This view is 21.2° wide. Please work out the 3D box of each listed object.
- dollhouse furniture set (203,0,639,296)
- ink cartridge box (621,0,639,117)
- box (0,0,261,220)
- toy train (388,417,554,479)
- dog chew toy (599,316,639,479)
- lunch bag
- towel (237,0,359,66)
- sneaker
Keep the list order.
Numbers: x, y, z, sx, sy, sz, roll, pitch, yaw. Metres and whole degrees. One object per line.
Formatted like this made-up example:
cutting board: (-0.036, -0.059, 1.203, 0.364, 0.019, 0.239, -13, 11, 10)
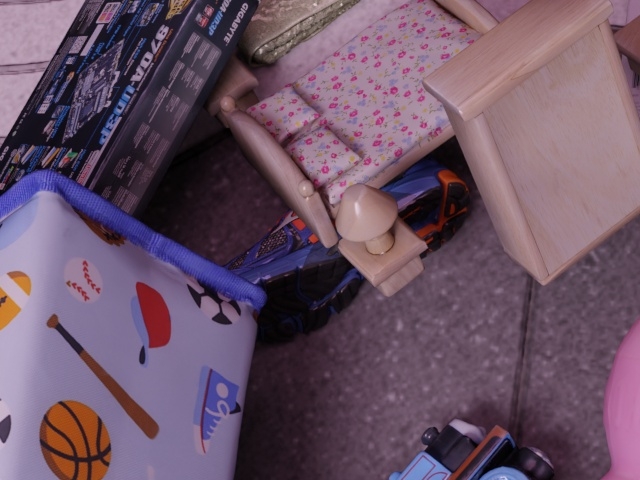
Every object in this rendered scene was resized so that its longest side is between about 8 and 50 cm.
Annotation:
dollhouse furniture set: (0.082, -0.152, 1.178, 0.303, 0.174, 0.355, -36, 45, -8)
ink cartridge box: (0.277, -0.144, 1.244, 0.104, 0.061, 0.181, 4, 70, 17)
box: (-0.159, -0.107, 1.304, 0.175, 0.051, 0.220, 7, 66, 52)
toy train: (0.074, 0.199, 1.148, 0.105, 0.080, 0.184, 37, 81, 31)
dog chew toy: (0.245, 0.187, 1.047, 0.206, 0.206, 0.332, 22, 84, 22)
lunch bag: (-0.234, 0.190, 1.112, 0.385, 0.239, 0.328, -25, 45, 37)
towel: (-0.020, -0.214, 1.370, 0.148, 0.027, 0.110, -34, 63, -1)
sneaker: (0.000, 0.000, 1.258, 0.221, 0.083, 0.087, -28, 50, -4)
